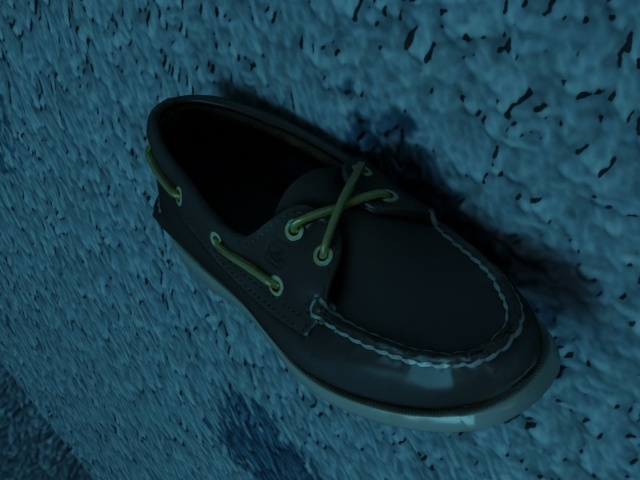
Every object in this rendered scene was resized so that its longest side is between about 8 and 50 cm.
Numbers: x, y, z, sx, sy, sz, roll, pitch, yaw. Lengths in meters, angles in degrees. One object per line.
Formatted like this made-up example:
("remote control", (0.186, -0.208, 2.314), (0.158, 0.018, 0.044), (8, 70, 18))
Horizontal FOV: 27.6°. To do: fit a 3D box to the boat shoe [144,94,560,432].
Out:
("boat shoe", (0.000, 0.000, 0.739), (0.324, 0.116, 0.097), (32, 151, 49))
